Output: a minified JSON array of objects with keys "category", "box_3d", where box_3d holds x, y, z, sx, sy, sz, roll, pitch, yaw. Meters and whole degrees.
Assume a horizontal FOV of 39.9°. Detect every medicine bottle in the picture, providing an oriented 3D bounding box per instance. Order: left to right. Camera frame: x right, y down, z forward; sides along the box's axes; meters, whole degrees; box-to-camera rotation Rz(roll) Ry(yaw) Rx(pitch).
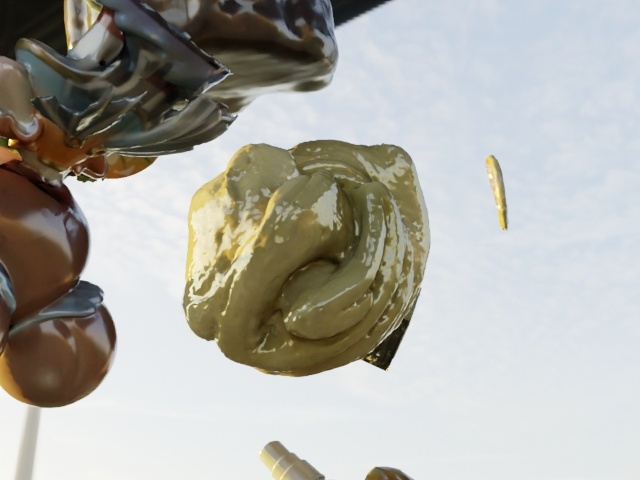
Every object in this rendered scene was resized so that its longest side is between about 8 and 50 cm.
[{"category":"medicine bottle","box_3d":[0.027,0.455,1.423,0.110,0.352,0.110,-33,-34,-26]}]

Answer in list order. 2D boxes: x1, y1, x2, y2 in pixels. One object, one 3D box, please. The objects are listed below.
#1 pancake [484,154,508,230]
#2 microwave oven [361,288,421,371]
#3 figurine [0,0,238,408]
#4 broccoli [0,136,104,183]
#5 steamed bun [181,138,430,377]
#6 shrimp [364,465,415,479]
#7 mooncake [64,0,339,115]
[{"category":"pancake","box_3d":[0.352,-0.093,1.752,0.028,0.158,0.158,-12,-27,9]},{"category":"microwave oven","box_3d":[0.066,0.132,1.675,0.208,0.122,0.162,23,-63,5]},{"category":"figurine","box_3d":[-0.250,-0.048,0.833,0.388,0.248,0.277,-50,-30,4]},{"category":"broccoli","box_3d":[-0.569,-0.197,1.730,0.375,0.302,0.249,7,-49,1]},{"category":"steamed bun","box_3d":[-0.001,0.005,1.171,0.372,0.324,0.230,-15,-15,-38]},{"category":"shrimp","box_3d":[0.129,0.380,1.045,0.059,0.254,0.145,-39,-28,23]},{"category":"mooncake","box_3d":[-0.172,-0.301,1.245,0.381,0.212,0.350,-11,-4,0]}]
